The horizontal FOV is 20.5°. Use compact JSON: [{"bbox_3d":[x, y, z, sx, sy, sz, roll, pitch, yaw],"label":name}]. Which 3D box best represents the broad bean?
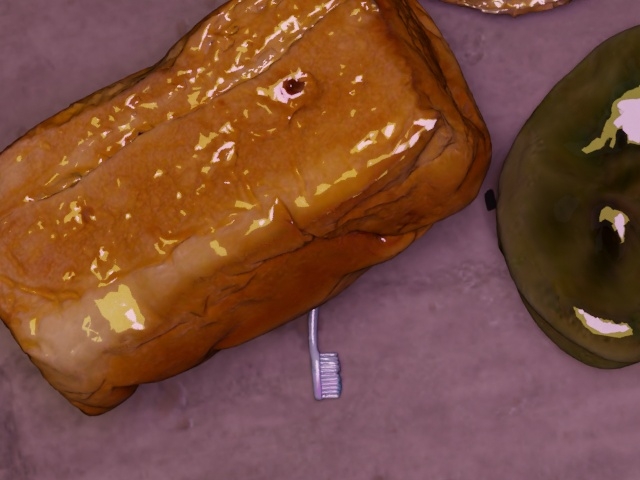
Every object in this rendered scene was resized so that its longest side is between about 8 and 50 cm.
[{"bbox_3d":[0.181,-0.028,1.028,0.153,0.072,0.206,18,78,7],"label":"broad bean"}]

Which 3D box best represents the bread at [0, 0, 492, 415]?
[{"bbox_3d":[-0.054,-0.028,1.016,0.294,0.132,0.167,-32,78,13],"label":"bread"}]

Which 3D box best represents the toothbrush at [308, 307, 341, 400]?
[{"bbox_3d":[0.000,0.000,1.075,0.019,0.013,0.193,-2,87,3],"label":"toothbrush"}]

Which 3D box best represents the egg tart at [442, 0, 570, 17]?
[{"bbox_3d":[0.105,-0.224,1.043,0.191,0.074,0.191,0,88,11],"label":"egg tart"}]
